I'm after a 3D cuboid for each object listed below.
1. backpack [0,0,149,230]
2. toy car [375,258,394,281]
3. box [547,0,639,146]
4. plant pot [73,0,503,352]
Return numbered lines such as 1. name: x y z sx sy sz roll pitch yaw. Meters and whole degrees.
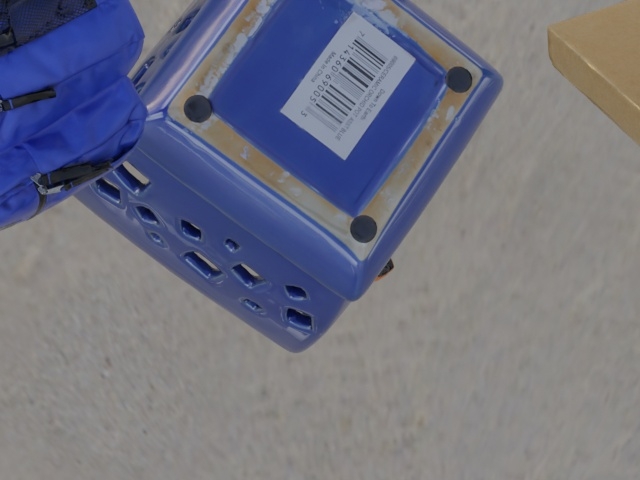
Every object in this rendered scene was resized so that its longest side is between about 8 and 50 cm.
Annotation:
1. backpack: -0.124 -0.049 0.562 0.120 0.098 0.101 -27 91 -24
2. toy car: 0.000 0.000 1.427 0.122 0.040 0.060 43 52 12
3. box: 0.199 -0.046 0.616 0.164 0.021 0.201 -18 40 -16
4. plant pot: -0.019 -0.082 1.245 0.236 0.212 0.236 37 72 -7
